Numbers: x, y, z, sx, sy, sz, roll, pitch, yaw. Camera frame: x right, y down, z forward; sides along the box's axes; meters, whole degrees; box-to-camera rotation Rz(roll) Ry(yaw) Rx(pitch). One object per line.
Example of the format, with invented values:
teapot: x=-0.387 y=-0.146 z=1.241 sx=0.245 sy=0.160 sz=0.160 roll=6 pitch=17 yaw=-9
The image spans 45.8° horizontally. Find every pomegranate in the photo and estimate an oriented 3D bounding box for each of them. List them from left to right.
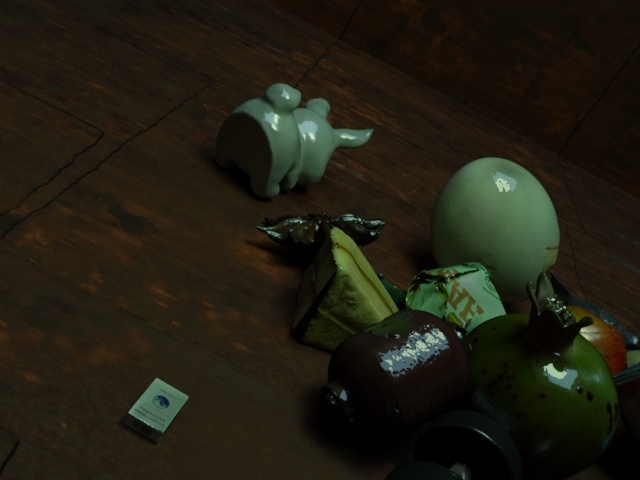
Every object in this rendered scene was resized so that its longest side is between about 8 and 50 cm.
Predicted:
pomegranate: x=0.363 y=0.220 z=1.246 sx=0.291 sy=0.323 sz=0.291 roll=21 pitch=12 yaw=-4
pomegranate: x=0.475 y=0.227 z=1.463 sx=0.235 sy=0.210 sz=0.210 roll=21 pitch=28 yaw=-26

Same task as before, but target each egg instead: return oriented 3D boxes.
egg: x=0.385 y=-0.026 z=1.690 sx=0.283 sy=0.345 sz=0.283 roll=-9 pitch=32 yaw=6

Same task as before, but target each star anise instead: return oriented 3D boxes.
star anise: x=0.000 y=0.000 z=1.514 sx=0.272 sy=0.102 sz=0.272 roll=1 pitch=11 yaw=0

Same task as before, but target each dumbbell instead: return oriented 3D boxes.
dumbbell: x=0.173 y=0.343 z=1.033 sx=0.152 sy=0.152 sz=0.218 roll=38 pitch=28 yaw=16

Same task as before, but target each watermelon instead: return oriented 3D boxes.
watermelon: x=0.110 y=0.098 z=1.502 sx=0.187 sy=0.071 sz=0.139 roll=41 pitch=3 yaw=-14

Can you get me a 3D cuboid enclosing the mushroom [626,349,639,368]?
mushroom: x=0.728 y=0.301 z=1.658 sx=0.166 sy=0.166 sz=0.127 roll=1 pitch=79 yaw=-43

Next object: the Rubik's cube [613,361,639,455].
Rubik's cube: x=0.779 y=0.307 z=1.306 sx=0.363 sy=0.359 sz=0.362 roll=-11 pitch=74 yaw=-44

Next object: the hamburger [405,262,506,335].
hamburger: x=0.258 y=0.160 z=1.447 sx=0.214 sy=0.125 sz=0.235 roll=-13 pitch=92 yaw=-40

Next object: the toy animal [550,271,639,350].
toy animal: x=0.628 y=0.191 z=1.806 sx=0.206 sy=0.081 sz=0.367 roll=-7 pitch=29 yaw=-35

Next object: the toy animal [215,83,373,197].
toy animal: x=-0.052 y=-0.246 z=1.739 sx=0.196 sy=0.241 sz=0.368 roll=43 pitch=30 yaw=23

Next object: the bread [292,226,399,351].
bread: x=0.098 y=0.111 z=1.350 sx=0.264 sy=0.163 sz=0.167 roll=22 pitch=27 yaw=-15

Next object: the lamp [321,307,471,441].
lamp: x=0.114 y=0.207 z=1.167 sx=0.258 sy=0.180 sz=0.180 roll=-23 pitch=52 yaw=-24

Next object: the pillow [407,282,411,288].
pillow: x=0.252 y=0.113 z=1.619 sx=0.091 sy=0.055 sz=0.136 roll=8 pitch=8 yaw=37

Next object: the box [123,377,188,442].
box: x=-0.217 y=0.224 z=1.003 sx=0.054 sy=0.024 sz=0.083 roll=28 pitch=28 yaw=3
